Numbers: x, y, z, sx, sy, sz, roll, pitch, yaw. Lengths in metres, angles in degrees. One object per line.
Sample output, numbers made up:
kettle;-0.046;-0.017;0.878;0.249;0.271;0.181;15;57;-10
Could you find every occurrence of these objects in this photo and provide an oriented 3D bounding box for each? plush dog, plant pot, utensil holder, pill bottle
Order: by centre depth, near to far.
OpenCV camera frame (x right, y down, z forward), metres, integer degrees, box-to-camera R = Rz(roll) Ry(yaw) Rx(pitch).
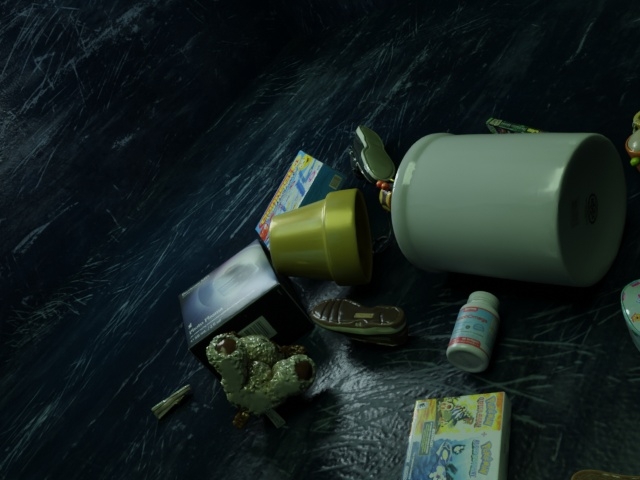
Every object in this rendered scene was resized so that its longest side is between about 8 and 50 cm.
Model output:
pill bottle;0.321;0.186;1.340;0.087;0.087;0.160;-9;39;38
utensil holder;0.403;-0.073;1.393;0.386;0.327;0.327;7;51;47
plush dog;-0.153;0.314;1.576;0.225;0.263;0.210;-86;13;-67
plant pot;0.000;0.000;1.711;0.239;0.254;0.254;-6;38;13

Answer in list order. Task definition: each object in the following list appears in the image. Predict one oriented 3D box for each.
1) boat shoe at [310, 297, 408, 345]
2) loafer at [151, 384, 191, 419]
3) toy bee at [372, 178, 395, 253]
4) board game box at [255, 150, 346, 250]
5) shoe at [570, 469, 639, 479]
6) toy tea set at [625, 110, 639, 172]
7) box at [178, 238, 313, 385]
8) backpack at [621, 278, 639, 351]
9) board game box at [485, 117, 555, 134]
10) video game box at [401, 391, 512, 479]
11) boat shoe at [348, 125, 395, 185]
boat shoe;0.091;0.206;1.538;0.258;0.095;0.095;5;41;40
loafer;-0.404;0.445;1.786;0.125;0.039;0.045;-33;-3;0
toy bee;0.237;-0.121;1.788;0.195;0.162;0.298;4;49;46
board game box;-0.070;-0.110;2.007;0.308;0.086;0.302;-60;20;5
shoe;0.479;0.385;0.939;0.219;0.058;0.076;-1;25;40
toy tea set;0.796;-0.281;1.467;0.200;0.124;0.336;-16;36;32
box;-0.219;0.192;1.800;0.296;0.182;0.294;-36;28;0
backpack;0.610;0.116;1.089;0.188;0.144;0.165;-28;36;21
board game box;0.538;-0.237;1.664;0.030;0.136;0.260;-43;30;-5
video game box;0.249;0.380;1.184;0.187;0.048;0.205;-13;37;30
boat shoe;0.151;-0.253;2.118;0.113;0.127;0.340;-56;29;28
